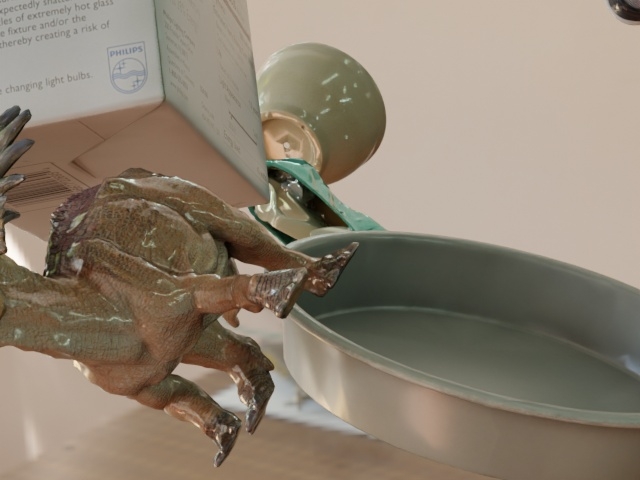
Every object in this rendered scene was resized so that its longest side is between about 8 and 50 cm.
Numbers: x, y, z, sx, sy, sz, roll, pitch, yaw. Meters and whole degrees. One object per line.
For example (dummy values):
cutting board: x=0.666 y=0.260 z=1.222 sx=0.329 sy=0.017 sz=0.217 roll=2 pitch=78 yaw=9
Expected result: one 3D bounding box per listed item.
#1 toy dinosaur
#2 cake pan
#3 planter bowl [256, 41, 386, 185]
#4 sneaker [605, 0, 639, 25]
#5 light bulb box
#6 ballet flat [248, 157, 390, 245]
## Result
toy dinosaur: x=-0.103 y=0.010 z=0.830 sx=0.200 sy=0.127 sz=0.296 roll=29 pitch=13 yaw=7
cake pan: x=0.106 y=0.067 z=0.958 sx=0.293 sy=0.054 sz=0.293 roll=11 pitch=17 yaw=-3
planter bowl: x=-0.021 y=-0.123 z=1.763 sx=0.162 sy=0.162 sz=0.109 roll=3 pitch=31 yaw=24
sneaker: x=0.342 y=-0.286 z=1.442 sx=0.268 sy=0.101 sz=0.153 roll=-41 pitch=-8 yaw=33
light bulb box: x=-0.199 y=-0.219 z=1.315 sx=0.225 sy=0.361 sz=0.358 roll=-9 pitch=-13 yaw=8
ballet flat: x=0.000 y=0.000 z=1.485 sx=0.087 sy=0.083 sz=0.247 roll=0 pitch=30 yaw=-37
